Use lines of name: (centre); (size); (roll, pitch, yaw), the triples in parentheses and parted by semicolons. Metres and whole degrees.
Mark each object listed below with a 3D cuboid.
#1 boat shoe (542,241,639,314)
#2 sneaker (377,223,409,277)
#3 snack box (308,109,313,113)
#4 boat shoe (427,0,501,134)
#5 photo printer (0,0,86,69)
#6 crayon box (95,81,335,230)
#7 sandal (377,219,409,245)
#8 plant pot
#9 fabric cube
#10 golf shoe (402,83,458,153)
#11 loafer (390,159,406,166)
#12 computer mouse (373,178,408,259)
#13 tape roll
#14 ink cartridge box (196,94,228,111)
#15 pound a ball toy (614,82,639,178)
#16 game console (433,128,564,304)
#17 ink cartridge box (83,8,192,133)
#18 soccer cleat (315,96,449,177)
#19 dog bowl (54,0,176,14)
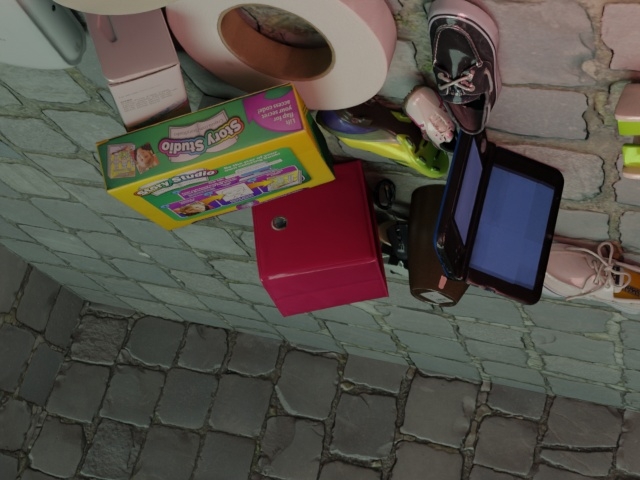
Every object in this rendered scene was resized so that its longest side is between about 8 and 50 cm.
boat shoe: (0.642, 0.083, 2.145); (0.367, 0.135, 0.156); (19, 162, -16)
sneaker: (0.204, 0.027, 2.427); (0.331, 0.122, 0.146); (24, 178, -23)
snack box: (-0.023, -0.286, 1.842); (0.064, 0.022, 0.178); (25, 160, -15)
boat shoe: (0.230, -0.272, 1.537); (0.108, 0.102, 0.301); (10, 160, 19)
photo printer: (-0.603, -0.434, 1.788); (0.256, 0.107, 0.307); (11, 160, 16)
crayon box: (-0.179, -0.145, 1.747); (0.363, 0.106, 0.313); (-17, 165, 7)
sandal: (0.261, -0.018, 2.302); (0.240, 0.088, 0.079); (16, 142, -13)
plant pot: (0.283, 0.025, 2.136); (0.215, 0.230, 0.215); (15, 161, 5)
fabric cube: (0.000, 0.000, 2.155); (0.258, 0.254, 0.259); (-10, 156, 7)
golf shoe: (0.212, -0.220, 1.721); (0.086, 0.067, 0.186); (44, -177, 34)
loafer: (0.125, -0.209, 1.897); (0.170, 0.062, 0.061); (19, 139, -17)
computer mouse: (0.176, -0.041, 2.206); (0.071, 0.041, 0.242); (-11, 129, 20)
tape roll: (-0.067, -0.353, 1.584); (0.392, 0.072, 0.392); (16, 159, 6)
ink cartridge box: (-0.164, -0.202, 1.994); (0.212, 0.154, 0.093); (12, 161, 13)
pound a ball toy: (0.614, -0.204, 1.414); (0.319, 0.135, 0.208); (5, 133, 32)
game console: (0.336, -0.064, 1.743); (0.173, 0.293, 0.250); (8, 159, 20)
ink cartridge box: (-0.322, -0.310, 1.690); (0.131, 0.226, 0.306); (-19, 163, -9)
soccer cleat: (0.122, -0.202, 1.834); (0.289, 0.093, 0.121); (26, 155, -24)
dog bowl: (-0.293, -0.437, 1.362); (0.265, 0.104, 0.265); (-9, 164, -3)
